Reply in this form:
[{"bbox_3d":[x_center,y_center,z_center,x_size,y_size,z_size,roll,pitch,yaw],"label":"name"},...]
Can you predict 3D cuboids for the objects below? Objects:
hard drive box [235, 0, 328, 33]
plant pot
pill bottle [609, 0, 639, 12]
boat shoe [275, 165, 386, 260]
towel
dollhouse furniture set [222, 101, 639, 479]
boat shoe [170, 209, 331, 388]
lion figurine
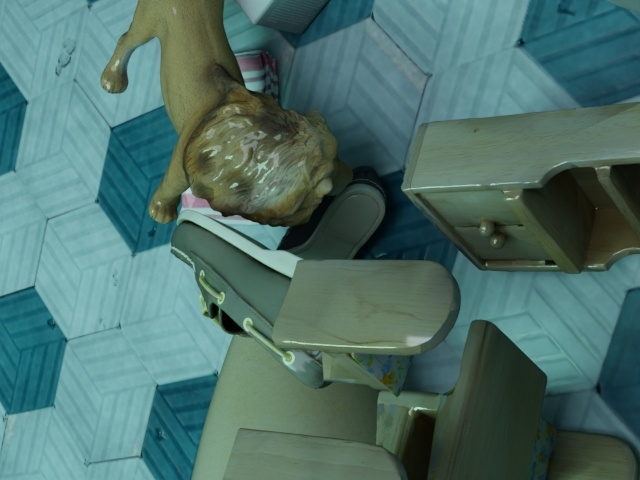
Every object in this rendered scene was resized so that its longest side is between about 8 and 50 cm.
[{"bbox_3d":[-0.023,-0.366,1.076,0.232,0.089,0.181,-47,66,27],"label":"hard drive box"},{"bbox_3d":[-0.017,0.205,1.014,0.256,0.256,0.274,-20,63,35],"label":"plant pot"},{"bbox_3d":[0.332,-0.344,0.743,0.204,0.204,0.361,16,101,35],"label":"pill bottle"},{"bbox_3d":[0.000,0.000,1.102,0.206,0.075,0.065,-47,22,33],"label":"boat shoe"},{"bbox_3d":[-0.112,-0.116,1.186,0.144,0.029,0.197,0,92,37],"label":"towel"},{"bbox_3d":[0.174,0.106,0.794,0.256,0.362,0.394,-2,60,38],"label":"dollhouse furniture set"},{"bbox_3d":[-0.066,0.047,0.951,0.305,0.109,0.091,23,83,53],"label":"boat shoe"},{"bbox_3d":[-0.123,-0.171,1.066,0.392,0.142,0.240,62,145,11],"label":"lion figurine"}]
